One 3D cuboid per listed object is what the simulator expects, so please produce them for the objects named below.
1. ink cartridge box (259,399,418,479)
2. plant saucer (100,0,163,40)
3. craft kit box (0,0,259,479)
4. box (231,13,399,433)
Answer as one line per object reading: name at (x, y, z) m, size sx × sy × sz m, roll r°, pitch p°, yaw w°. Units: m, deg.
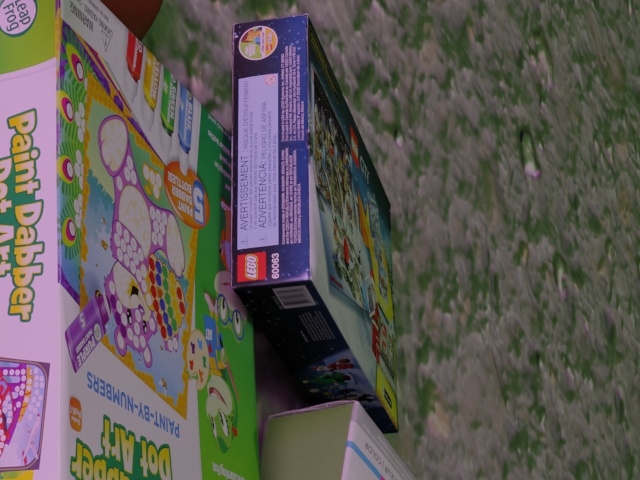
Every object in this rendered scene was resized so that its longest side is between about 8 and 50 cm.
ink cartridge box at (0.004, 0.206, 1.024) m, size 0.109 × 0.062 × 0.209 m, roll 54°, pitch 34°, yaw -40°
plant saucer at (-0.159, -0.227, 0.903) m, size 0.258 × 0.048 × 0.259 m, roll -13°, pitch 89°, yaw -66°
craft kit box at (-0.094, 0.031, 0.869) m, size 0.250 × 0.061 × 0.246 m, roll 44°, pitch 43°, yaw -66°
box at (0.000, 0.000, 1.063) m, size 0.233 × 0.044 × 0.159 m, roll 62°, pitch 23°, yaw -61°
